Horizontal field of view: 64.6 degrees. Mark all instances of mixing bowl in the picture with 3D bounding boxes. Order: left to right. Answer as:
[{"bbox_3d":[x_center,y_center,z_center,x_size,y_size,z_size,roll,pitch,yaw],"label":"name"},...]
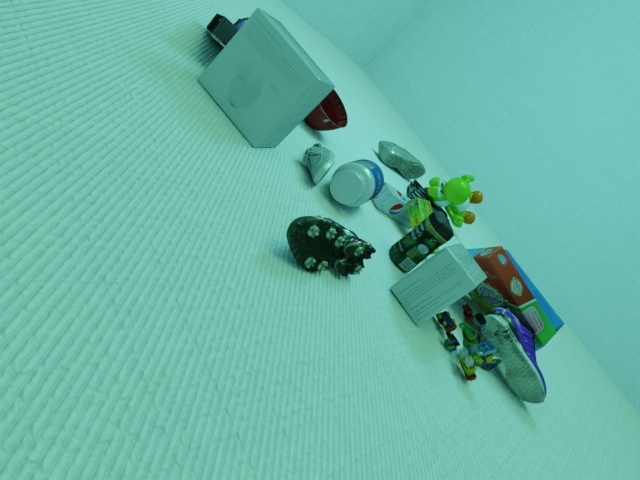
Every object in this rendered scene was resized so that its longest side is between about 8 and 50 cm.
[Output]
[{"bbox_3d":[-0.001,-0.439,1.706,0.181,0.098,0.181,36,41,-39],"label":"mixing bowl"}]

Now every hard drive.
[{"bbox_3d":[-0.213,-0.540,1.454,0.237,0.064,0.339,37,10,-28],"label":"hard drive"}]

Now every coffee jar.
[{"bbox_3d":[0.285,0.001,1.416,0.079,0.184,0.096,42,22,-16],"label":"coffee jar"}]

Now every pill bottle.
[{"bbox_3d":[0.100,-0.160,1.423,0.124,0.124,0.221,49,22,2],"label":"pill bottle"}]

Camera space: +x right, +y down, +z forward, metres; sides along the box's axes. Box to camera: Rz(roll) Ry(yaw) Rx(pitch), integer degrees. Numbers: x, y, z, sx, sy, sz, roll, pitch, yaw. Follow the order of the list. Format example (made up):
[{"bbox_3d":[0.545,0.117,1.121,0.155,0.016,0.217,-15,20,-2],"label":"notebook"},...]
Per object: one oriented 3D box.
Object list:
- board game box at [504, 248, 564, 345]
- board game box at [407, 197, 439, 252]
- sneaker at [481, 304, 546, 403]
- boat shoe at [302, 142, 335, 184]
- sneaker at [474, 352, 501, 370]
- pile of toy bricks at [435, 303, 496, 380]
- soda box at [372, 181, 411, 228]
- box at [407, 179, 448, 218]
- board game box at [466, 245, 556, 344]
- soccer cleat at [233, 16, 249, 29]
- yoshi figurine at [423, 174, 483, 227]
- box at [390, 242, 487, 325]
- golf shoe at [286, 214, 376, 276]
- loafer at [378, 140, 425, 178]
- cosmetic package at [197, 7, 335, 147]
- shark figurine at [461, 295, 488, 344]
[{"bbox_3d":[0.688,0.224,1.776,0.308,0.086,0.302,60,-2,26],"label":"board game box"},{"bbox_3d":[0.343,-0.046,1.688,0.092,0.043,0.181,6,73,-53],"label":"board game box"},{"bbox_3d":[0.575,0.312,1.440,0.146,0.102,0.293,-30,94,-41],"label":"sneaker"},{"bbox_3d":[-0.012,-0.217,1.385,0.081,0.079,0.227,35,19,-9],"label":"boat shoe"},{"bbox_3d":[0.447,0.314,1.386,0.135,0.052,0.058,30,24,-40],"label":"sneaker"},{"bbox_3d":[0.378,0.266,1.290,0.212,0.118,0.105,-111,-176,-59],"label":"pile of toy bricks"},{"bbox_3d":[0.266,-0.118,1.731,0.216,0.074,0.069,25,32,-45],"label":"soda box"},{"bbox_3d":[0.467,-0.156,2.209,0.220,0.051,0.175,47,21,-6],"label":"box"},{"bbox_3d":[0.557,0.168,1.588,0.316,0.064,0.242,56,-15,-5],"label":"board game box"},{"bbox_3d":[-0.194,-0.666,1.748,0.116,0.108,0.318,58,21,13],"label":"soccer cleat"},{"bbox_3d":[0.601,-0.180,2.182,0.362,0.203,0.203,18,44,-49],"label":"yoshi figurine"},{"bbox_3d":[0.302,0.106,1.279,0.119,0.182,0.181,56,23,13],"label":"box"},{"bbox_3d":[0.000,0.000,1.030,0.120,0.105,0.273,43,10,32],"label":"golf shoe"},{"bbox_3d":[0.375,-0.371,2.315,0.319,0.112,0.111,22,42,-47],"label":"loafer"},{"bbox_3d":[-0.128,-0.383,1.226,0.224,0.225,0.138,51,22,5],"label":"cosmetic package"},{"bbox_3d":[0.507,0.228,1.564,0.166,0.116,0.278,30,30,-42],"label":"shark figurine"}]
